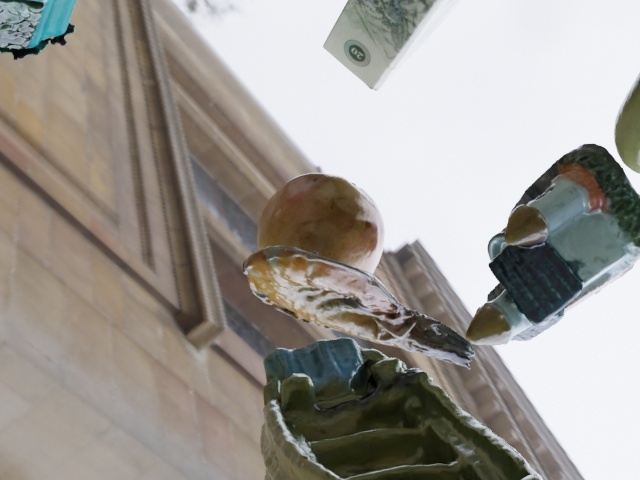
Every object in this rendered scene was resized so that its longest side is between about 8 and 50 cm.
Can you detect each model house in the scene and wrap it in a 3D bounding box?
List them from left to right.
[{"bbox_3d":[0.289,0.037,1.298,0.291,0.184,0.253,-34,170,-28],"label":"model house"}]

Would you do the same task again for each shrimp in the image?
[{"bbox_3d":[0.054,0.079,1.173,0.164,0.317,0.062,119,-8,-66],"label":"shrimp"}]

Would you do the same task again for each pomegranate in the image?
[{"bbox_3d":[0.003,-0.002,1.351,0.191,0.191,0.191,-28,-145,22],"label":"pomegranate"}]

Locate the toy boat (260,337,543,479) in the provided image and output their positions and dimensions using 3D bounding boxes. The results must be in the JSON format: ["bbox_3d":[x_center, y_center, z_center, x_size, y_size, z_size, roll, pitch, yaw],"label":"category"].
[{"bbox_3d":[0.026,0.120,0.495,0.111,0.084,0.276,-3,-174,-12],"label":"toy boat"}]

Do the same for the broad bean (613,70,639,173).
[{"bbox_3d":[0.256,-0.121,0.617,0.124,0.174,0.082,-27,-115,-26],"label":"broad bean"}]

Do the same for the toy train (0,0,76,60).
[{"bbox_3d":[-0.281,-0.237,0.735,0.112,0.203,0.163,141,-55,-61],"label":"toy train"}]

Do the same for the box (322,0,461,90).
[{"bbox_3d":[0.112,-0.258,0.795,0.164,0.069,0.256,-49,180,-31],"label":"box"}]
